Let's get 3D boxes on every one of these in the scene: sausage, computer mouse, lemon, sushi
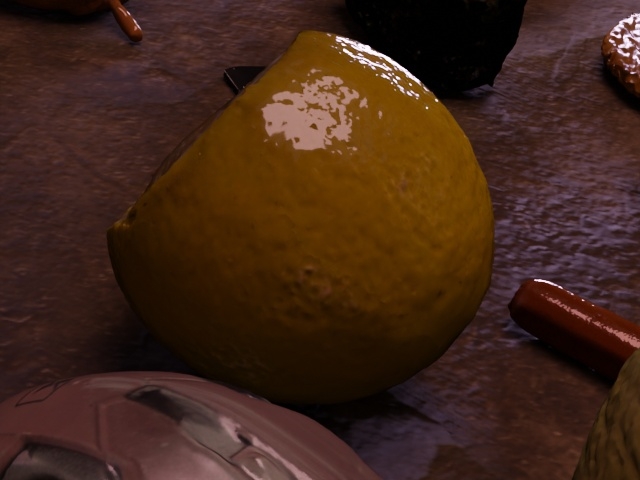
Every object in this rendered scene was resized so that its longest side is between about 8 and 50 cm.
[{"bbox_3d":[0.193,0.067,1.360,0.131,0.041,0.039,28,55,26],"label":"sausage"},{"bbox_3d":[-0.036,0.167,1.036,0.389,0.115,0.199,26,36,24],"label":"computer mouse"},{"bbox_3d":[0.000,0.000,1.227,0.219,0.240,0.240,42,31,-5],"label":"lemon"},{"bbox_3d":[0.097,-0.234,1.756,0.124,0.127,0.225,-5,41,-28],"label":"sushi"}]

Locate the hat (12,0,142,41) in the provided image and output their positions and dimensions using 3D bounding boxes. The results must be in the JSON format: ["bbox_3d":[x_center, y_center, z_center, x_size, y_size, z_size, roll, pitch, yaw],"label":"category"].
[{"bbox_3d":[-0.236,-0.264,1.703,0.244,0.233,0.233,-29,75,-34],"label":"hat"}]

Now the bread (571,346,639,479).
[{"bbox_3d":[0.299,0.153,1.075,0.320,0.237,0.320,18,37,-14],"label":"bread"}]

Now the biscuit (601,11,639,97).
[{"bbox_3d":[0.391,-0.158,1.825,0.254,0.035,0.254,9,29,-5],"label":"biscuit"}]

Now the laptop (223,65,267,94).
[{"bbox_3d":[0.005,-0.107,1.618,0.129,0.016,0.180,-3,32,-25],"label":"laptop"}]
